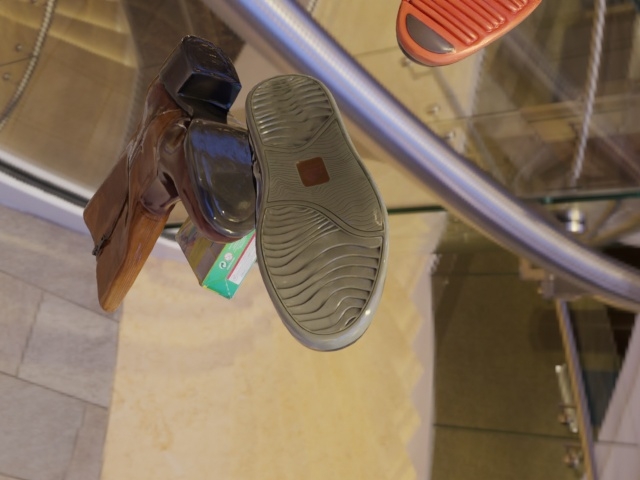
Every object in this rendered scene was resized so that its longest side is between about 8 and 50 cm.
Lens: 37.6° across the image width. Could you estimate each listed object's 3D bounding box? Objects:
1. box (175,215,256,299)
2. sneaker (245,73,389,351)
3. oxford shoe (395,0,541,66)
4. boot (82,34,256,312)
[{"bbox_3d":[-0.108,-0.016,1.035,0.043,0.179,0.105,28,99,-27],"label":"box"},{"bbox_3d":[0.000,0.000,0.635,0.118,0.083,0.222,83,-2,-50],"label":"sneaker"},{"bbox_3d":[0.138,-0.220,0.792,0.097,0.098,0.271,40,59,1],"label":"oxford shoe"},{"bbox_3d":[-0.168,-0.026,0.938,0.096,0.280,0.264,11,42,-39],"label":"boot"}]
